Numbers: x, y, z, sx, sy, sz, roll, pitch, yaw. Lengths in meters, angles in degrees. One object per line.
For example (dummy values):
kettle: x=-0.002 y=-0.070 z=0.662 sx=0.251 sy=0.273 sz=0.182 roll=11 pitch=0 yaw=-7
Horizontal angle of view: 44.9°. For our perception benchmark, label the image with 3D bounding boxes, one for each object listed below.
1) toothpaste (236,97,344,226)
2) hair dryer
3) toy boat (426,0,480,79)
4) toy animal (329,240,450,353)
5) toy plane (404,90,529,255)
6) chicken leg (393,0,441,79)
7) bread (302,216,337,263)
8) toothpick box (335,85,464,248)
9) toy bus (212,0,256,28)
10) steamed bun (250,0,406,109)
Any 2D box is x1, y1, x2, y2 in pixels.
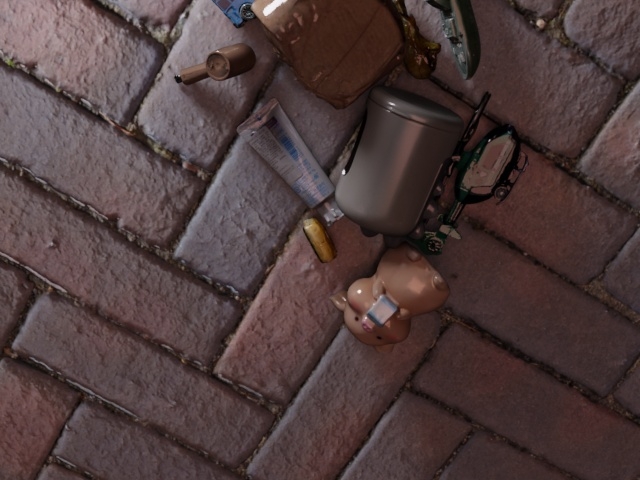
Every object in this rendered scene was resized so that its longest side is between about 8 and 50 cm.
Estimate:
toothpaste: x=-0.052 y=-0.165 z=1.721 sx=0.114 sy=0.073 sz=0.299 roll=-37 pitch=98 yaw=13
hair dryer: x=-0.235 y=-0.365 z=1.644 sx=0.182 sy=0.117 sz=0.064 roll=-9 pitch=108 yaw=30
toy boat: x=0.272 y=-0.457 z=1.600 sx=0.085 sy=0.078 sz=0.260 roll=-22 pitch=107 yaw=-10
toy animal: x=0.164 y=0.135 z=1.739 sx=0.256 sy=0.213 sz=0.195 roll=-42 pitch=89 yaw=12
toy plane: x=0.332 y=-0.125 z=1.711 sx=0.155 sy=0.106 sz=0.381 roll=27 pitch=109 yaw=-2
chicken leg: x=0.199 y=-0.425 z=1.624 sx=0.093 sy=0.070 sz=0.178 roll=-31 pitch=104 yaw=-12
bread: x=0.000 y=0.000 z=1.770 sx=0.053 sy=0.072 sz=0.106 roll=-28 pitch=105 yaw=10
toothpick box: x=0.163 y=-0.143 z=1.642 sx=0.229 sy=0.229 sz=0.316 roll=18 pitch=110 yaw=-5
toy bus: x=-0.130 y=-0.529 z=1.577 sx=0.185 sy=0.090 sz=0.106 roll=-42 pitch=101 yaw=15
steamed bun: x=0.009 y=-0.429 z=1.552 sx=0.251 sy=0.199 sz=0.301 roll=-45 pitch=135 yaw=1
